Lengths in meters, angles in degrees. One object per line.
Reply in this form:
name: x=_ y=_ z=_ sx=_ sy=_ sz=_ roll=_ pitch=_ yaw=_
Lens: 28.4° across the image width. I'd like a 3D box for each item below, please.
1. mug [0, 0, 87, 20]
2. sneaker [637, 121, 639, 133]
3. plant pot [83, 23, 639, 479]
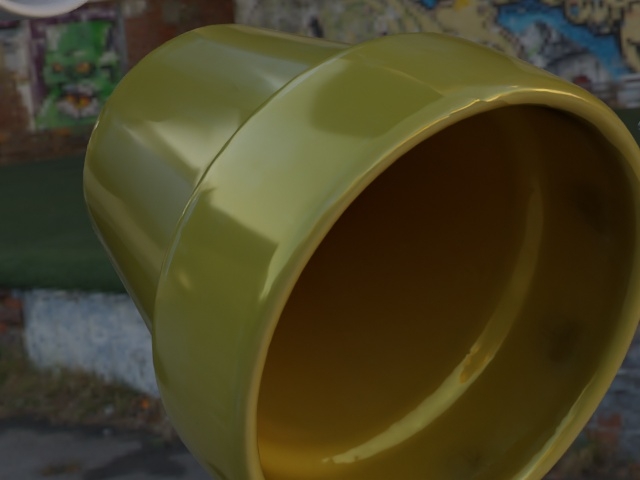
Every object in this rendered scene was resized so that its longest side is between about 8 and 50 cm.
mug: x=-0.362 y=-0.265 z=0.950 sx=0.328 sy=0.374 sz=0.276 roll=4 pitch=-31 yaw=27
sneaker: x=0.325 y=-0.138 z=1.068 sx=0.166 sy=0.065 sz=0.076 roll=-47 pitch=18 yaw=-18
plant pot: x=0.000 y=0.000 z=0.660 sx=0.254 sy=0.254 sz=0.239 roll=-12 pitch=31 yaw=-35
